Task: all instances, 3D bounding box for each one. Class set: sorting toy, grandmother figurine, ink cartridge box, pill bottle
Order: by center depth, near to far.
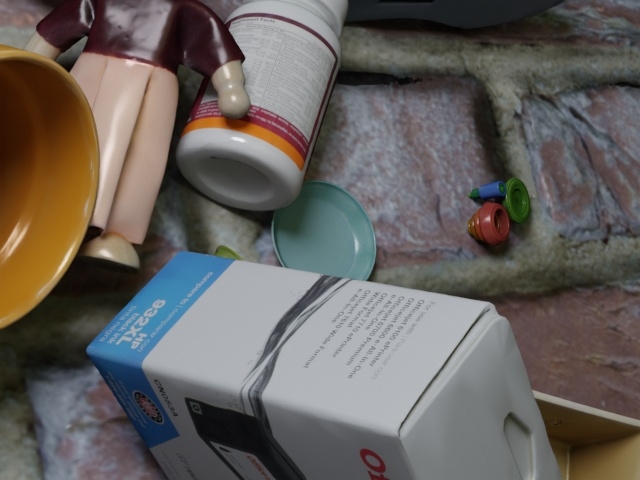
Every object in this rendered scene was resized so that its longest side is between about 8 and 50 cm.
[{"bbox_3d":[0.004,0.144,0.841,0.129,0.307,0.223,-47,128,-33],"label":"ink cartridge box"},{"bbox_3d":[-0.159,-0.148,0.946,0.208,0.104,0.342,12,80,-7],"label":"grandmother figurine"},{"bbox_3d":[-0.049,-0.148,1.054,0.121,0.121,0.221,28,61,-22],"label":"pill bottle"},{"bbox_3d":[0.189,-0.034,1.220,0.102,0.042,0.061,-41,113,-46],"label":"sorting toy"}]

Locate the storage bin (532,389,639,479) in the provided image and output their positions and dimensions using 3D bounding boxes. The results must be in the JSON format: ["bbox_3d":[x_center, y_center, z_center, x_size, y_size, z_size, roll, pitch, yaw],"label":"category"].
[{"bbox_3d":[0.180,0.283,1.056,0.262,0.123,0.260,18,65,-26],"label":"storage bin"}]

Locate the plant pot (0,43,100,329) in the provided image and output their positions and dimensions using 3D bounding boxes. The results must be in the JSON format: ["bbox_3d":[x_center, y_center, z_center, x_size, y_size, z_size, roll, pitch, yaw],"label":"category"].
[{"bbox_3d":[-0.299,-0.054,0.808,0.205,0.188,0.205,-42,141,-48],"label":"plant pot"}]

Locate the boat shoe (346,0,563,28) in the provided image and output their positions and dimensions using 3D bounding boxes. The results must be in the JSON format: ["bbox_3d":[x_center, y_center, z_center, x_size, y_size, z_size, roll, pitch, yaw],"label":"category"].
[{"bbox_3d":[0.111,-0.326,1.218,0.367,0.136,0.156,-6,74,-23],"label":"boat shoe"}]

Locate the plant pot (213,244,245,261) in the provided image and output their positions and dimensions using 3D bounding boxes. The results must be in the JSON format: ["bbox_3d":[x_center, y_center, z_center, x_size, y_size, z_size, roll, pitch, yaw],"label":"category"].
[{"bbox_3d":[-0.098,0.060,0.989,0.079,0.083,0.083,-35,94,-23],"label":"plant pot"}]

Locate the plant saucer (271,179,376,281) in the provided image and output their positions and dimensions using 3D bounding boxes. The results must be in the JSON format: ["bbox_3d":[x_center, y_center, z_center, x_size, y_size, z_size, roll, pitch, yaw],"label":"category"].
[{"bbox_3d":[0.000,0.000,1.097,0.119,0.021,0.119,10,70,-29],"label":"plant saucer"}]
